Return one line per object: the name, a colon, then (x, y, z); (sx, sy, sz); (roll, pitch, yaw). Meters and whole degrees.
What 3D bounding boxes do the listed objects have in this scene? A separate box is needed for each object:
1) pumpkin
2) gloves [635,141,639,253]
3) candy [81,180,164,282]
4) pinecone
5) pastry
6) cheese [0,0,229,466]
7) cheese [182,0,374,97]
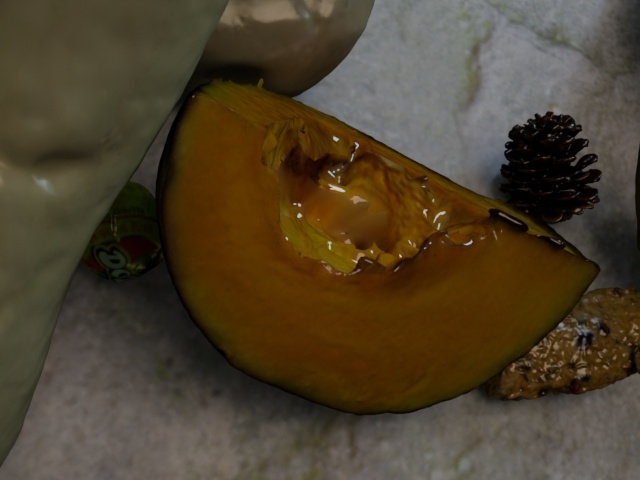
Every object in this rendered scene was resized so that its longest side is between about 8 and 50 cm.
pumpkin: (0.000, 0.000, 0.565); (0.312, 0.169, 0.148); (22, 100, -37)
gloves: (0.338, 0.035, 0.695); (0.154, 0.141, 0.331); (-42, 100, -9)
candy: (-0.134, -0.064, 0.567); (0.058, 0.062, 0.193); (-23, 63, 12)
pinecone: (0.169, -0.052, 0.687); (0.077, 0.083, 0.077); (-7, 37, 5)
pastry: (0.171, 0.070, 0.646); (0.140, 0.056, 0.080); (0, 60, -19)
cheese: (-0.137, -0.075, 0.403); (0.130, 0.328, 0.350); (12, 56, -70)
cheese: (-0.057, -0.201, 0.622); (0.218, 0.117, 0.235); (44, 57, 0)
